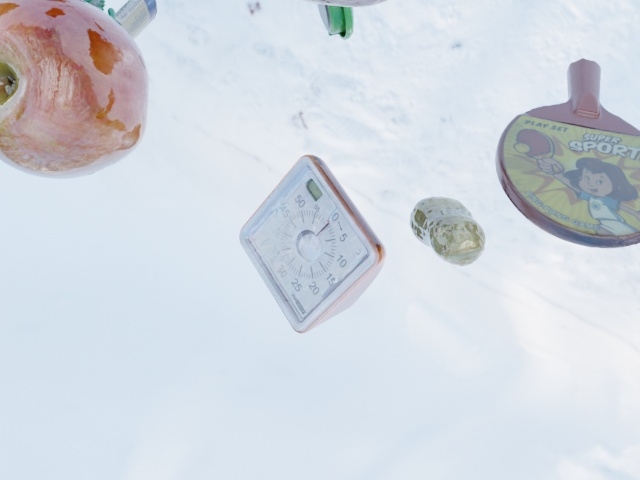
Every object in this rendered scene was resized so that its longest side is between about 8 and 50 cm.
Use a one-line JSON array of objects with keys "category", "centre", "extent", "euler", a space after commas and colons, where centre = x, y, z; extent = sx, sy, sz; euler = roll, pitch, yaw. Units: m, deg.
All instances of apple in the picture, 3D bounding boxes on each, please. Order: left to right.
[{"category": "apple", "centre": [-0.339, -0.200, 0.910], "extent": [0.242, 0.242, 0.241], "euler": [-29, 173, 27]}]

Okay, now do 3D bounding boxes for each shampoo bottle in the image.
[{"category": "shampoo bottle", "centre": [-0.414, -0.455, 1.447], "extent": [0.050, 0.183, 0.087], "euler": [27, 147, 4]}]

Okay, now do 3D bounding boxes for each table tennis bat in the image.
[{"category": "table tennis bat", "centre": [0.411, -0.146, 1.059], "extent": [0.268, 0.415, 0.051], "euler": [12, 140, 7]}]

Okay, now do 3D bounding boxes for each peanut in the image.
[{"category": "peanut", "centre": [0.209, -0.019, 1.132], "extent": [0.099, 0.214, 0.100], "euler": [-1, 108, -5]}]

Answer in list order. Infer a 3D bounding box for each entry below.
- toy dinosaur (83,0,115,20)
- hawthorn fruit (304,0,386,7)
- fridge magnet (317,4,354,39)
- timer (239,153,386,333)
[{"category": "toy dinosaur", "centre": [-0.376, -0.378, 1.116], "extent": [0.096, 0.132, 0.059], "euler": [26, 158, 1]}, {"category": "hawthorn fruit", "centre": [0.043, -0.454, 0.957], "extent": [0.261, 0.258, 0.258], "euler": [-14, 143, 31]}, {"category": "fridge magnet", "centre": [0.044, -0.697, 2.017], "extent": [0.088, 0.208, 0.208], "euler": [-17, 142, -6]}, {"category": "timer", "centre": [0.000, 0.000, 1.313], "extent": [0.161, 0.257, 0.250], "euler": [-16, 153, -39]}]
